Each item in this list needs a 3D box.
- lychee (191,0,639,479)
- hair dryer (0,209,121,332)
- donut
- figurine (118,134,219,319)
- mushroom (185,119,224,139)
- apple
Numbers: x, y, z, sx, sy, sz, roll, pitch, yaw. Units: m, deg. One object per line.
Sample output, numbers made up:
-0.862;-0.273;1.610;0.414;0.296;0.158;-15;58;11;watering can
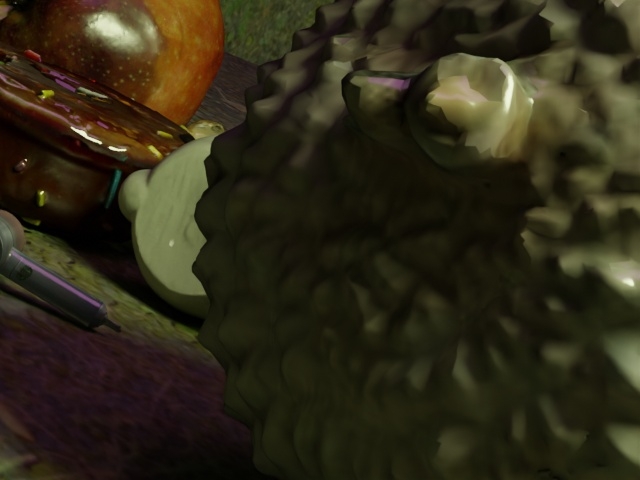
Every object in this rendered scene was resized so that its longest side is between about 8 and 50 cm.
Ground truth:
0.139;0.016;0.833;0.380;0.380;0.432;31;-1;37;lychee
-0.165;0.022;1.047;0.114;0.037;0.063;32;8;0;hair dryer
-0.194;-0.070;1.299;0.216;0.096;0.230;22;9;-28;donut
-0.019;0.004;1.240;0.155;0.127;0.235;8;-3;29;figurine
0.000;0.000;1.437;0.351;0.095;0.123;29;30;34;mushroom
-0.198;-0.178;1.501;0.230;0.230;0.230;24;9;-4;apple
